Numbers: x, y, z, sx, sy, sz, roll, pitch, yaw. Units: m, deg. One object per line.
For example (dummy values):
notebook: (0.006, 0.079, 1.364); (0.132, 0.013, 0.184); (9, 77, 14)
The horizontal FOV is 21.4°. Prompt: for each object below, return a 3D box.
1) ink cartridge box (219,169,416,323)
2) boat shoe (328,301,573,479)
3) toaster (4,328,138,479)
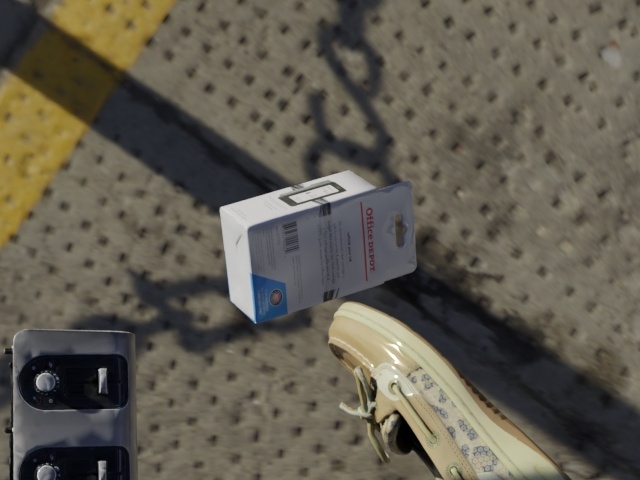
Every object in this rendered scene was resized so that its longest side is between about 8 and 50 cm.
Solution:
ink cartridge box: (0.000, 0.000, 0.756); (0.028, 0.083, 0.048); (36, 137, 54)
boat shoe: (0.090, 0.152, 1.294); (0.089, 0.104, 0.285); (-43, 54, -8)
toaster: (-0.214, 0.167, 1.453); (0.110, 0.186, 0.168); (0, 80, -9)
